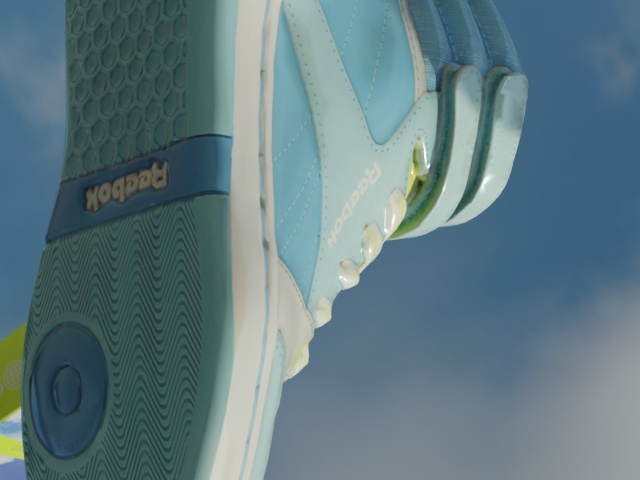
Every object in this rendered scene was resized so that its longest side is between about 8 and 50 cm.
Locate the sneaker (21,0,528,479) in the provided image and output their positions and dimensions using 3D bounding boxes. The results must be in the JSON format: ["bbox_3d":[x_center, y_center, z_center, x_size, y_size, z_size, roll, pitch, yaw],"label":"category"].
[{"bbox_3d":[0.000,0.000,0.761,0.127,0.208,0.319,-4,-103,46],"label":"sneaker"}]

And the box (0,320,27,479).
[{"bbox_3d":[-0.116,0.075,0.909,0.178,0.109,0.042,-35,-121,24],"label":"box"}]
